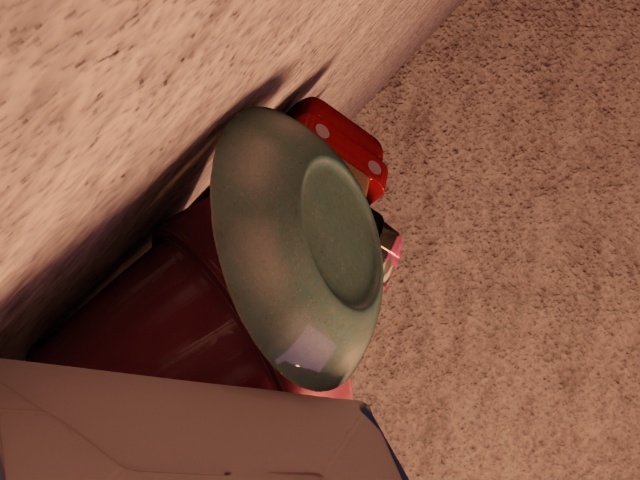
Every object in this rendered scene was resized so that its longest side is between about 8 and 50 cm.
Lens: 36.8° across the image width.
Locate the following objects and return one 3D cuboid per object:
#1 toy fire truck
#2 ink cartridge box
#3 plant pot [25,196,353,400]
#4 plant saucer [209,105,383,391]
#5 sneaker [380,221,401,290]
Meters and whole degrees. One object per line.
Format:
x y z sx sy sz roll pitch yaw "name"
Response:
-0.014 -0.055 0.928 0.217 0.158 0.246 -38 -153 42 "toy fire truck"
-0.139 0.273 0.598 0.395 0.270 0.151 -57 -142 27 "ink cartridge box"
-0.105 0.094 0.712 0.180 0.201 0.201 -30 176 -21 "plant pot"
0.000 0.000 0.631 0.037 0.195 0.195 -15 -162 27 "plant saucer"
0.002 0.045 0.959 0.178 0.072 0.077 -51 -145 -1 "sneaker"
